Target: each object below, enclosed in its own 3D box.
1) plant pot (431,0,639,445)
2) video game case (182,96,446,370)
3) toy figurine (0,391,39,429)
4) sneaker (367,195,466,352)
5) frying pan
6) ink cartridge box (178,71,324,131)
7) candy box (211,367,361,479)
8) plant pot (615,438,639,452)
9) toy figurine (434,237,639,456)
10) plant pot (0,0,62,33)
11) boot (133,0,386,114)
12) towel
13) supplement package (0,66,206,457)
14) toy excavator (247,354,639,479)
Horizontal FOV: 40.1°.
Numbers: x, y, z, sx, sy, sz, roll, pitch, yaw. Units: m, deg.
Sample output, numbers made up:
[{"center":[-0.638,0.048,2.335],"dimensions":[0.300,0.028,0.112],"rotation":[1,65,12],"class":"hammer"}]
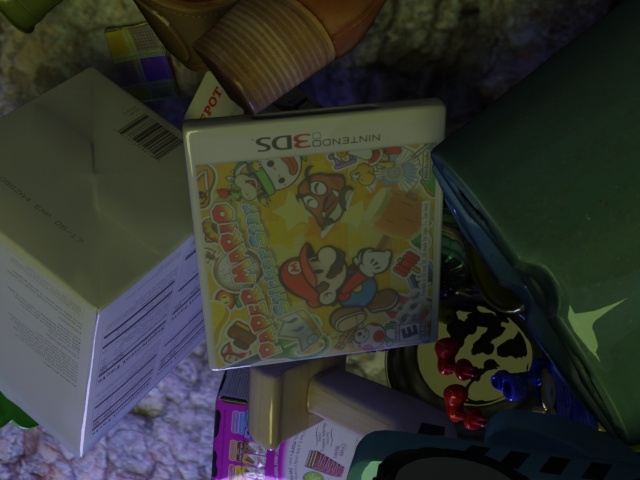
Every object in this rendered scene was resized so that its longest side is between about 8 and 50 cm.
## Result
[{"center":[0.282,-0.048,0.624],"dimensions":[0.334,0.341,0.341],"rotation":[-33,114,4],"class":"plant pot"},{"center":[0.000,0.000,0.729],"dimensions":[0.206,0.026,0.227],"rotation":[-6,119,-8],"class":"video game case"},{"center":[-0.461,0.192,1.117],"dimensions":[0.159,0.130,0.173],"rotation":[-12,146,32],"class":"toy figurine"},{"center":[0.063,0.030,0.916],"dimensions":[0.110,0.122,0.283],"rotation":[18,148,-21],"class":"sneaker"},{"center":[0.181,0.077,0.955],"dimensions":[0.197,0.053,0.326],"rotation":[12,109,5],"class":"frying pan"},{"center":[-0.043,-0.066,0.838],"dimensions":[0.191,0.082,0.139],"rotation":[39,123,8],"class":"ink cartridge box"},{"center":[-0.012,0.248,1.086],"dimensions":[0.234,0.071,0.159],"rotation":[10,124,3],"class":"candy box"},{"center":[0.334,0.328,1.000],"dimensions":[0.207,0.227,0.228],"rotation":[-6,123,21],"class":"plant pot"},{"center":[0.253,0.113,0.877],"dimensions":[0.217,0.191,0.362],"rotation":[-7,88,-21],"class":"toy figurine"},{"center":[-0.255,-0.244,0.799],"dimensions":[0.079,0.083,0.083],"rotation":[-25,117,10],"class":"plant pot"},{"center":[-0.043,-0.239,0.729],"dimensions":[0.220,0.283,0.109],"rotation":[-42,133,-7],"class":"boot"},{"center":[-0.176,-0.175,0.867],"dimensions":[0.060,0.009,0.083],"rotation":[-4,122,11],"class":"towel"},{"center":[-0.221,0.024,0.827],"dimensions":[0.199,0.198,0.262],"rotation":[36,140,12],"class":"supplement package"},{"center":[0.106,0.217,0.716],"dimensions":[0.433,0.445,0.222],"rotation":[6,103,11],"class":"toy excavator"}]
